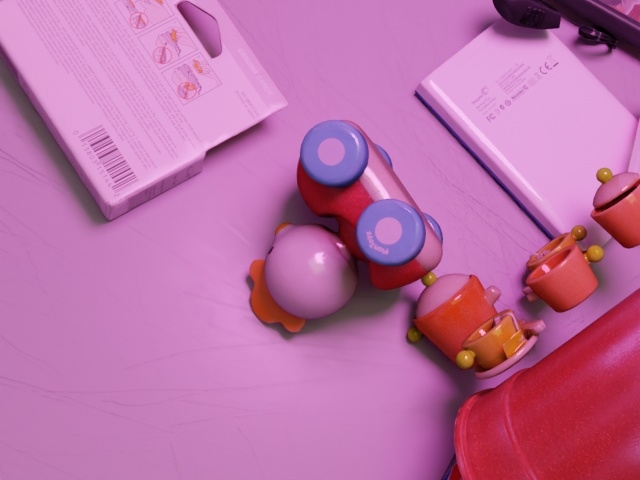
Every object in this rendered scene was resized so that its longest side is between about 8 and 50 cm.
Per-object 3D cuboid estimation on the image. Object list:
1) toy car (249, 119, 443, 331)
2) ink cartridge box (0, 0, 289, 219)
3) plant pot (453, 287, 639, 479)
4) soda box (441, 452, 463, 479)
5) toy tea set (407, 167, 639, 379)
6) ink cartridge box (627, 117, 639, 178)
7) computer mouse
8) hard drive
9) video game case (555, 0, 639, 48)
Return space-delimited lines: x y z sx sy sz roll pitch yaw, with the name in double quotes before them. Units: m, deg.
"toy car" 0.000 0.000 1.120 0.238 0.219 0.210 -36 81 9
"ink cartridge box" -0.228 -0.213 1.183 0.261 0.066 0.296 -31 81 -19
"plant pot" 0.324 0.187 0.959 0.272 0.265 0.272 27 33 -19
"soda box" 0.160 0.337 1.071 0.083 0.092 0.263 33 69 -2
"toy tea set" 0.246 0.025 1.129 0.336 0.200 0.124 -39 92 -17
"ink cartridge box" 0.512 -0.076 1.273 0.232 0.066 0.189 24 58 -1
"computer mouse" 0.322 -0.297 1.299 0.242 0.041 0.071 12 28 -33
"hard drive" 0.310 -0.150 1.285 0.210 0.040 0.318 -40 84 -20
"video game case" 0.455 -0.400 1.382 0.275 0.035 0.248 29 62 -1
